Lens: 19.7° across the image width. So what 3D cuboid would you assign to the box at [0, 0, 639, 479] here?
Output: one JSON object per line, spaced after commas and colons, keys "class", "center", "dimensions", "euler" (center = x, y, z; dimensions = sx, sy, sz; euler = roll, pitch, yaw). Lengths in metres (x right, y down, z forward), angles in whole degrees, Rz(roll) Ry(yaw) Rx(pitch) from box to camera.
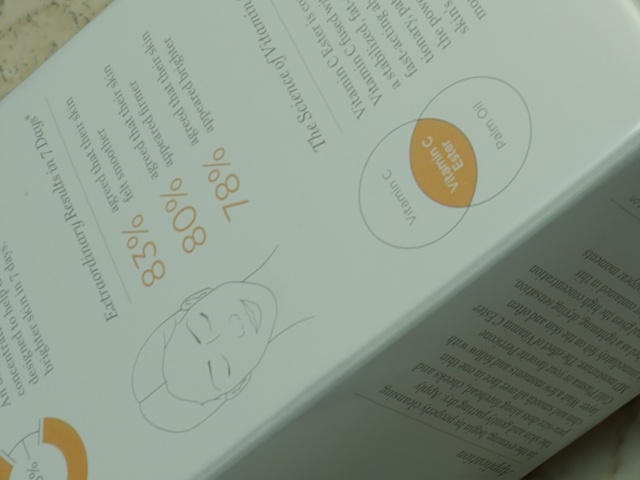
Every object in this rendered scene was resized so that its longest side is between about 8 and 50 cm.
{"class": "box", "center": [0.000, 0.000, 0.766], "dimensions": [0.345, 0.168, 0.215], "euler": [-38, 56, 17]}
